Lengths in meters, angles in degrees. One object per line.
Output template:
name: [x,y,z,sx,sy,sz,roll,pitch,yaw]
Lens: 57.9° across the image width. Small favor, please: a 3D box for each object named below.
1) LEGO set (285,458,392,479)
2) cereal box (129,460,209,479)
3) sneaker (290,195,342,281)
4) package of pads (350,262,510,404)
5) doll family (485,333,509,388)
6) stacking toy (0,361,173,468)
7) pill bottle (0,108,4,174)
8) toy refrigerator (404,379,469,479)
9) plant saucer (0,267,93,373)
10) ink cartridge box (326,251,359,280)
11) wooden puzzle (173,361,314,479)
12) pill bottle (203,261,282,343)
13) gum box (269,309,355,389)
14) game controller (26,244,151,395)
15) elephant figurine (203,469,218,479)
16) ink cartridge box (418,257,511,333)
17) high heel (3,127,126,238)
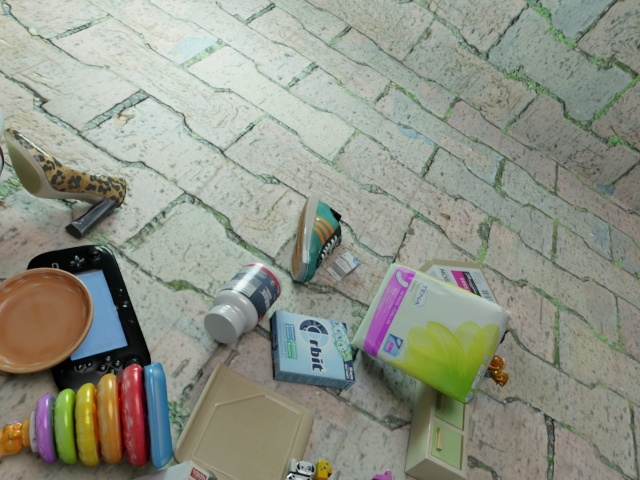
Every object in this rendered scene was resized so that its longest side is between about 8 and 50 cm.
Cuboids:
LEGO set: [0.032,0.458,1.098,0.227,0.087,0.093,16,40,-12]
cereal box: [-0.266,0.450,0.830,0.047,0.173,0.240,46,35,-24]
sneaker: [0.000,0.000,1.503,0.121,0.108,0.302,20,40,-10]
package of pads: [0.249,0.200,1.309,0.296,0.229,0.101,24,-7,30]
doll family: [0.379,0.287,1.408,0.163,0.263,0.118,23,67,31]
stacking toy: [-0.397,0.297,0.925,0.302,0.175,0.166,-6,78,-17]
pill bottle: [-0.708,-0.111,1.037,0.224,0.224,0.392,11,45,-25]
toy refrigerator: [0.271,0.406,1.303,0.102,0.094,0.269,30,41,-7]
plant saucer: [-0.503,0.143,1.025,0.200,0.037,0.200,1,57,-2]
ink cartridge box: [0.060,0.069,1.538,0.048,0.028,0.083,45,41,12]
wooden puzzle: [-0.138,0.373,1.100,0.238,0.044,0.221,33,39,-9]
pill bottle: [-0.169,0.137,1.254,0.108,0.108,0.180,37,41,2]
gum box: [-0.019,0.245,1.301,0.184,0.041,0.157,15,44,-24]
game controller: [-0.440,0.144,1.093,0.166,0.067,0.319,-6,54,-38]
elephant figurine: [-0.181,0.516,0.853,0.186,0.169,0.239,25,49,34]
ink cartridge box: [0.398,0.170,1.626,0.193,0.088,0.235,6,48,-31]
high heel: [-0.539,-0.156,1.244,0.261,0.093,0.186,60,38,-25]
